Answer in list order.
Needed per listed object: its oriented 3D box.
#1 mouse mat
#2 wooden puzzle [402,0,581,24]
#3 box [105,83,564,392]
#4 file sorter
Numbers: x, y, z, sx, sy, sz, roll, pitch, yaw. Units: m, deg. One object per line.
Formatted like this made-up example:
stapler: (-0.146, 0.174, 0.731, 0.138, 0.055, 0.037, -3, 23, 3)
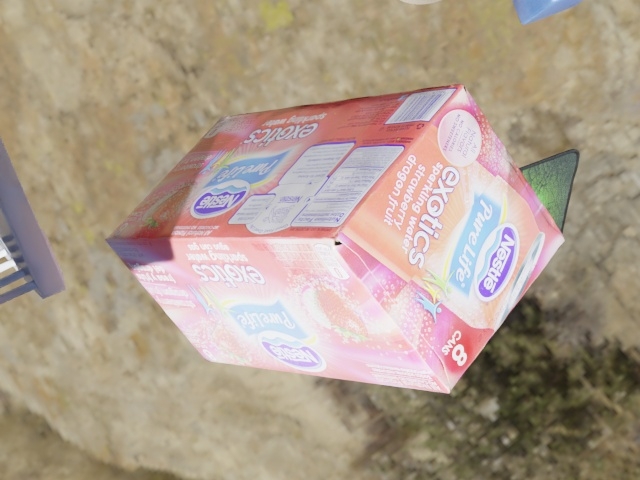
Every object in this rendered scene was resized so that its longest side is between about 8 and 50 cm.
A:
mouse mat: (0.205, -0.017, 1.486, 0.189, 0.153, 0.007, 89, 157, -54)
wooden puzzle: (0.231, -0.227, 0.936, 0.322, 0.348, 0.080, 172, 82, -85)
box: (0.000, 0.000, 0.980, 0.300, 0.154, 0.142, -1, 132, 53)
file sorter: (-0.320, -0.035, 1.000, 0.192, 0.173, 0.278, 68, 165, -13)
